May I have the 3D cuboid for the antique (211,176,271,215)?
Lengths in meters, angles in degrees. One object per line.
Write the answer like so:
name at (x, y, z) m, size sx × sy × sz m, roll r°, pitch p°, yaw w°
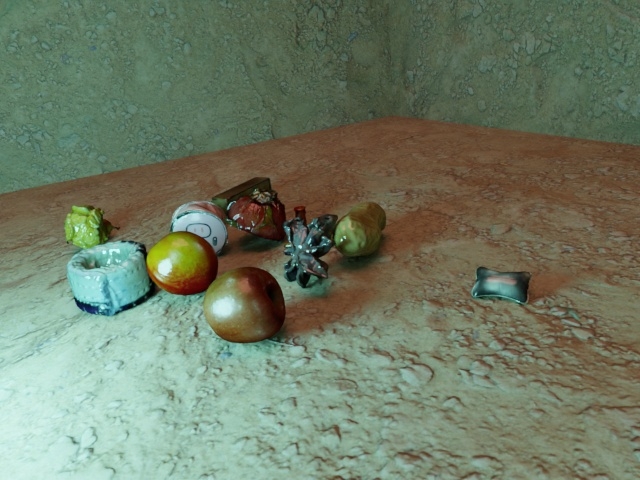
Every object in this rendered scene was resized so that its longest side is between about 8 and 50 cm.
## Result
antique at (-0.333, -0.187, 2.074) m, size 0.087 × 0.094 × 0.310 m, roll 7°, pitch 26°, yaw 30°

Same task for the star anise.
star anise at (-0.041, 0.020, 1.373) m, size 0.198 × 0.110 × 0.258 m, roll -22°, pitch 47°, yaw 36°

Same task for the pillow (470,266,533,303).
pillow at (0.446, 0.108, 1.187) m, size 0.135 × 0.055 × 0.091 m, roll 5°, pitch 27°, yaw 30°

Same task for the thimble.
thimble at (-0.594, 0.105, 1.371) m, size 0.237 × 0.150 × 0.237 m, roll -5°, pitch 24°, yaw 2°

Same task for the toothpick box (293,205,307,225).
toothpick box at (-0.072, -0.084, 1.763) m, size 0.047 × 0.084 × 0.047 m, roll -5°, pitch 21°, yaw 2°

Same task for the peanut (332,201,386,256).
peanut at (0.130, -0.031, 1.507) m, size 0.147 × 0.148 × 0.319 m, roll 2°, pitch 18°, yaw 20°

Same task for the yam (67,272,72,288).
yam at (-0.712, 0.100, 1.522) m, size 0.068 × 0.069 × 0.169 m, roll 9°, pitch 26°, yaw 33°

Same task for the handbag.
handbag at (-0.412, -0.038, 1.634) m, size 0.204 × 0.180 × 0.116 m, roll -2°, pitch 14°, yaw -4°

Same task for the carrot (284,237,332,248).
carrot at (0.000, 0.000, 1.602) m, size 0.247 × 0.043 × 0.043 m, roll -10°, pitch 22°, yaw -2°

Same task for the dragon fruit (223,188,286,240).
dragon fruit at (-0.202, -0.107, 1.667) m, size 0.223 × 0.148 × 0.218 m, roll 22°, pitch 15°, yaw -11°

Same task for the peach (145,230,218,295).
peach at (-0.381, 0.072, 1.366) m, size 0.197 × 0.198 × 0.197 m, roll -6°, pitch 22°, yaw 2°

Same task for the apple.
apple at (-0.172, 0.152, 1.112) m, size 0.168 × 0.181 × 0.181 m, roll -26°, pitch 19°, yaw 12°

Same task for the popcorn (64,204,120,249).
popcorn at (-0.870, -0.042, 1.822) m, size 0.173 × 0.169 × 0.195 m, roll -24°, pitch -12°, yaw -12°
